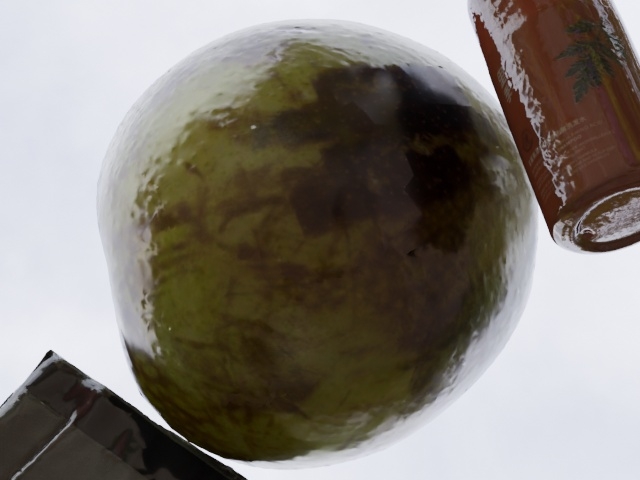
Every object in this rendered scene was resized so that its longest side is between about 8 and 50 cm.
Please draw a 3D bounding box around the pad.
[{"bbox_3d":[-0.130,0.177,0.926,0.233,0.022,0.174,31,-114,25],"label":"pad"}]

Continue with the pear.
[{"bbox_3d":[0.000,0.000,0.964,0.283,0.283,0.284,0,-84,-4],"label":"pear"}]

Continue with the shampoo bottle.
[{"bbox_3d":[0.127,-0.111,0.880,0.085,0.085,0.244,-18,-119,-2],"label":"shampoo bottle"}]
